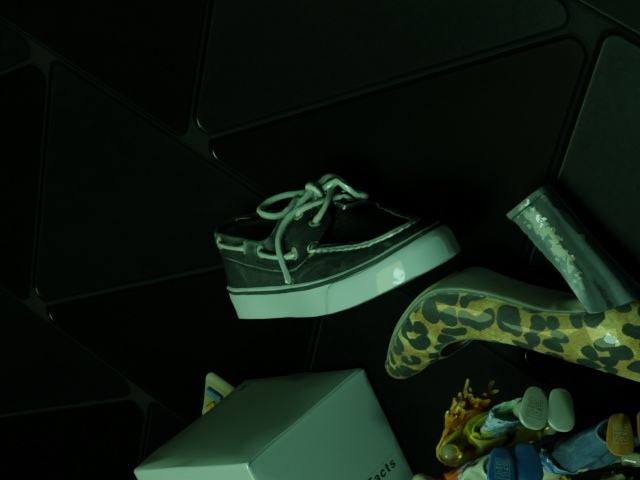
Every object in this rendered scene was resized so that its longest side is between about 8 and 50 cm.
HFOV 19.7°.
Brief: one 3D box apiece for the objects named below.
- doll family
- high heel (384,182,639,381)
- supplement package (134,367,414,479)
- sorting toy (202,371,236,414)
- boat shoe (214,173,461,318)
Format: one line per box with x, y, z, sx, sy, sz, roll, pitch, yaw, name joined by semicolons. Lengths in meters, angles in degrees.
0.189;0.170;1.492;0.163;0.263;0.118;142;133;-59;doll family
0.166;0.096;1.503;0.186;0.093;0.261;51;133;9;high heel
-0.009;0.292;1.748;0.177;0.175;0.293;-11;110;48;supplement package
-0.087;0.177;1.865;0.083;0.012;0.062;33;136;22;sorting toy
0.003;-0.002;1.579;0.306;0.113;0.105;-8;107;63;boat shoe
